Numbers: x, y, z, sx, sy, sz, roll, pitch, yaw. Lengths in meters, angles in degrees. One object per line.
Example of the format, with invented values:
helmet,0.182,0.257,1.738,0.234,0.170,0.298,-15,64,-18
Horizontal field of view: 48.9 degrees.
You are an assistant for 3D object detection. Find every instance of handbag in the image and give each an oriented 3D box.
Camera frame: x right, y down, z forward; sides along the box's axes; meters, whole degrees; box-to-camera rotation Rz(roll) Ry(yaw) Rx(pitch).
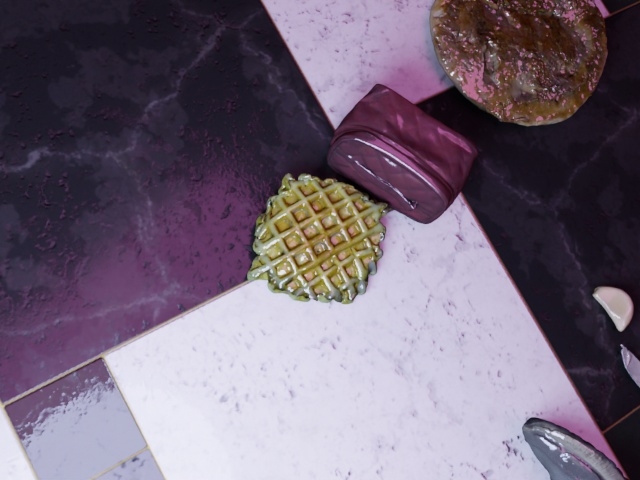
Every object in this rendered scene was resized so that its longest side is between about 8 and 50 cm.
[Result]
handbag,0.129,-0.133,1.143,0.225,0.146,0.135,33,67,-6

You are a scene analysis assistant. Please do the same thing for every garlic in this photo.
garlic,0.516,0.112,1.232,0.053,0.041,0.083,-37,78,-7

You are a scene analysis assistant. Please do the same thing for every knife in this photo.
knife,0.609,0.298,1.215,0.047,0.017,0.298,-40,88,-21

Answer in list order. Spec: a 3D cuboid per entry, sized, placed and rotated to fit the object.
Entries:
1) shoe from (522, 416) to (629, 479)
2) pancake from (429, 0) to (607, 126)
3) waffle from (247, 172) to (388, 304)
shoe,0.411,0.431,1.085,0.336,0.132,0.171,44,84,5
pancake,0.365,-0.369,1.308,0.357,0.065,0.355,4,73,-13
waffle,0.000,0.000,1.123,0.214,0.054,0.207,19,76,-11
